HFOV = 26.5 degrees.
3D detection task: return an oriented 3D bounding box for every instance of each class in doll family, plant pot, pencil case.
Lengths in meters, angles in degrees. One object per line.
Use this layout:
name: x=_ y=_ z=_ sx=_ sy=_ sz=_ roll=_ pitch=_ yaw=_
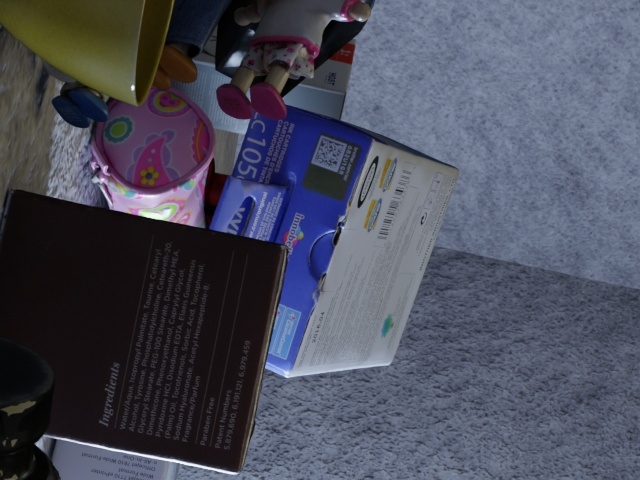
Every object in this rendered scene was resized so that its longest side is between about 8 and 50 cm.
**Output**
doll family: x=-0.097 y=-0.179 z=0.941 sx=0.118 sy=0.263 sz=0.163 roll=51 pitch=53 yaw=-43
plant pot: x=-0.139 y=-0.155 z=0.801 sx=0.134 sy=0.095 sz=0.134 roll=-167 pitch=-90 yaw=-88
pencil case: x=-0.169 y=-0.047 z=1.365 sx=0.284 sy=0.124 sz=0.124 roll=103 pitch=-1 yaw=-68

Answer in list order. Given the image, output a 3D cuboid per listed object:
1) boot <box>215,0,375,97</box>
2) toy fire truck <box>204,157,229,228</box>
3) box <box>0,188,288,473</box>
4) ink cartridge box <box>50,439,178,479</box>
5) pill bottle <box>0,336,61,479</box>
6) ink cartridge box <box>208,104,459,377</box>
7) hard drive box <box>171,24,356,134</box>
boot: x=-0.004 y=-0.421 z=1.467 sx=0.445 sy=0.146 sz=0.367 roll=-92 pitch=-153 yaw=-43
toy fire truck: x=-0.120 y=0.016 z=1.709 sx=0.158 sy=0.246 sz=0.217 roll=107 pitch=-5 yaw=-79
box: x=-0.137 y=0.066 z=1.019 sx=0.168 sy=0.203 sz=0.167 roll=139 pitch=-37 yaw=-87
ink cartridge box: x=-0.221 y=0.230 z=1.534 sx=0.223 sy=0.129 sz=0.307 roll=105 pitch=-4 yaw=-62
pill bottle: x=-0.189 y=0.158 z=0.645 sx=0.123 sy=0.122 sz=0.219 roll=-83 pitch=-176 yaw=-75
ink cartridge box: x=0.000 y=0.000 z=1.525 sx=0.395 sy=0.151 sz=0.270 roll=6 pitch=104 yaw=-70
hard drive box: x=-0.080 y=-0.208 z=1.722 sx=0.181 sy=0.232 sz=0.089 roll=-81 pitch=-176 yaw=-60
